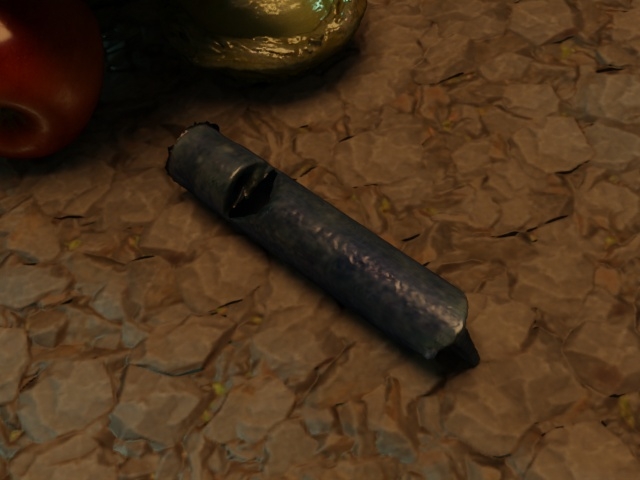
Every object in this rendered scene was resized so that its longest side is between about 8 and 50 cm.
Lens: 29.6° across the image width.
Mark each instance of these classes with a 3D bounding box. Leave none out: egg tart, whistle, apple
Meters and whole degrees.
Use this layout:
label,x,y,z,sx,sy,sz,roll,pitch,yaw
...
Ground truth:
label,x,y,z,sx,sy,sz,roll,pitch,yaw
egg tart,-0.052,-0.204,1.099,0.197,0.078,0.197,-4,50,5
whistle,0.000,0.000,0.926,0.062,0.062,0.304,-39,55,-24
apple,-0.261,-0.147,1.025,0.163,0.163,0.139,-9,61,0

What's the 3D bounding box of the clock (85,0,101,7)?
label,x,y,z,sx,sy,sz,roll,pitch,yaw
clock,-0.293,-0.303,1.254,0.235,0.029,0.235,-4,51,5
